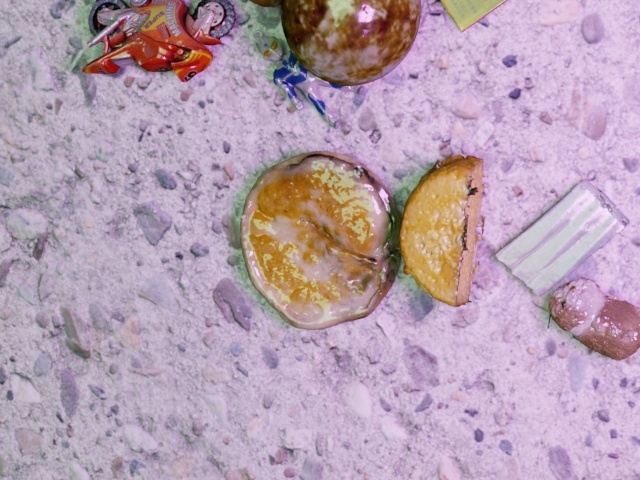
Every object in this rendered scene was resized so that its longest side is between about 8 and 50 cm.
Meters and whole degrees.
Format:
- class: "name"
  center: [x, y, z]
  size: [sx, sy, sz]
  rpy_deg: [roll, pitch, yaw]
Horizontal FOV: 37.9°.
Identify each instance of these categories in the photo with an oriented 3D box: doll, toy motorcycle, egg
- class: "doll"
  center: [-0.038, -0.304, 1.709]
  size: [0.227, 0.057, 0.114]
  rpy_deg: [38, 109, 5]
- class: "toy motorcycle"
  center: [-0.304, -0.381, 1.747]
  size: [0.298, 0.089, 0.171]
  rpy_deg: [3, 91, 14]
- class: "doll"
  center: [0.499, 0.143, 1.603]
  size: [0.221, 0.105, 0.115]
  rpy_deg: [24, 140, 10]
- class: "egg"
  center: [0.051, -0.407, 1.575]
  size: [0.238, 0.238, 0.290]
  rpy_deg: [2, 98, 14]

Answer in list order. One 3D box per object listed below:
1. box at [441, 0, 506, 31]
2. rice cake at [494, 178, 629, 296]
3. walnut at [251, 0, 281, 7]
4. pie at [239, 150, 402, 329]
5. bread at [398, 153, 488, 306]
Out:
- class: "box"
  center: [0.287, -0.442, 1.621]
  size: [0.156, 0.022, 0.089]
  rpy_deg: [-35, 89, 16]
- class: "rice cake"
  center: [0.424, -0.004, 1.638]
  size: [0.124, 0.038, 0.211]
  rpy_deg: [44, 105, 6]
- class: "walnut"
  center: [-0.116, -0.514, 1.677]
  size: [0.115, 0.116, 0.207]
  rpy_deg: [-29, 83, 16]
- class: "pie"
  center: [0.000, 0.000, 1.731]
  size: [0.338, 0.077, 0.339]
  rpy_deg: [3, 103, 15]
- class: "bread"
  center: [0.208, -0.021, 1.633]
  size: [0.147, 0.160, 0.261]
  rpy_deg: [10, 106, 19]
